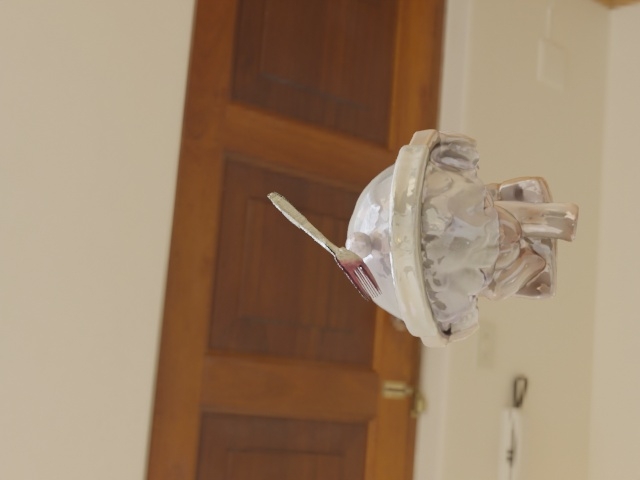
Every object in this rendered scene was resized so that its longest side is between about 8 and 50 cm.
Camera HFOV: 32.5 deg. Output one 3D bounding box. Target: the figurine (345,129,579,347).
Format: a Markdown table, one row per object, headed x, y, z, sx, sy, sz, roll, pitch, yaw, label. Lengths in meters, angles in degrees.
| x | y | z | sx | sy | sz | roll | pitch | yaw | label |
| --- | --- | --- | --- | --- | --- | --- | --- | --- | --- |
| 0.105 | 0.000 | 0.841 | 0.141 | 0.162 | 0.237 | -2 | 176 | 29 | figurine |

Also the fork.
| x | y | z | sx | sy | sz | roll | pitch | yaw | label |
| --- | --- | --- | --- | --- | --- | --- | --- | --- | --- |
| 0.000 | -0.001 | 0.695 | 0.016 | 0.012 | 0.115 | -17 | -135 | -32 | fork |
